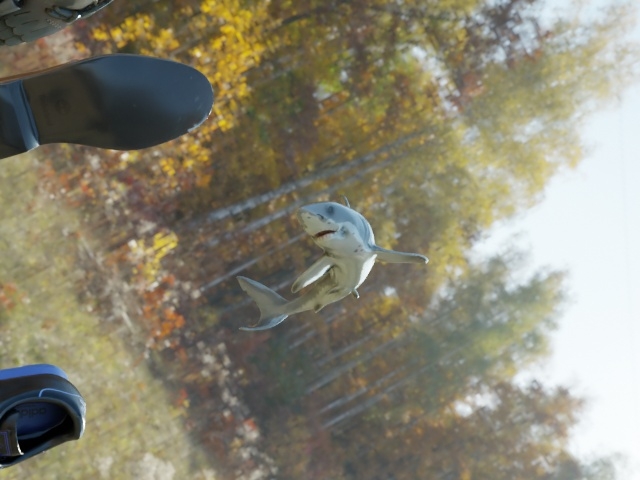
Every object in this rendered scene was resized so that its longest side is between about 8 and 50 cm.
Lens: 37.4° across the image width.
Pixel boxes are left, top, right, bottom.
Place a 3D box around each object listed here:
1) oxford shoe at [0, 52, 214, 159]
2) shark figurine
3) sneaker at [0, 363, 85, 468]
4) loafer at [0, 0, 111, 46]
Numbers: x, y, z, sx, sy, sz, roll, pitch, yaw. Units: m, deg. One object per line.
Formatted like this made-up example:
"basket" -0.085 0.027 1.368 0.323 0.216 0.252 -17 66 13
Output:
"oxford shoe" -0.191 -0.111 0.739 0.076 0.212 0.076 -133 -141 -62
"shark figurine" 0.008 0.011 1.071 0.278 0.166 0.116 126 -39 -56
"sneaker" -0.329 0.170 0.855 0.090 0.232 0.081 31 -52 56
"loafer" -0.139 -0.187 0.566 0.096 0.267 0.084 57 5 -43
